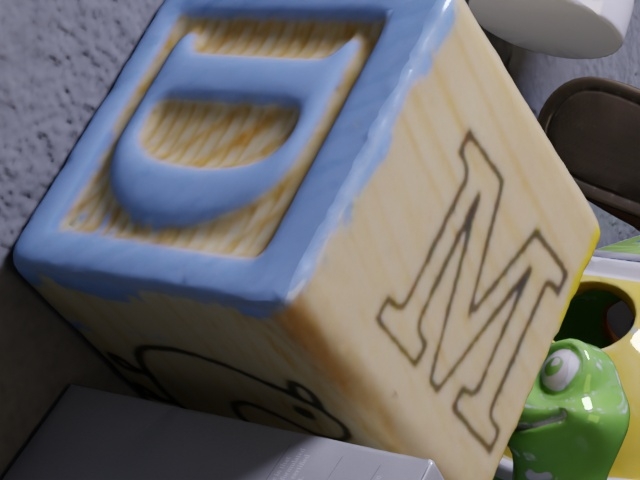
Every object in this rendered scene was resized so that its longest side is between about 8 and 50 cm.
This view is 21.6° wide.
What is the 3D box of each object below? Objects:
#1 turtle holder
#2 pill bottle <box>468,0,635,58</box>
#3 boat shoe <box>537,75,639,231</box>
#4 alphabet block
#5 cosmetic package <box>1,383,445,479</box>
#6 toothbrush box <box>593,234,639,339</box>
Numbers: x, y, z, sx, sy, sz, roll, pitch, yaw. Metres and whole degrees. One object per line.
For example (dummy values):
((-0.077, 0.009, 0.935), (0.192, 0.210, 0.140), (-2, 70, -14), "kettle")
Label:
((0.156, 0.122, 1.030), (0.320, 0.243, 0.228), (9, 90, -43), "turtle holder")
((0.176, -0.248, 1.073), (0.136, 0.136, 0.246), (32, 71, -49), "pill bottle")
((0.290, -0.023, 1.133), (0.111, 0.307, 0.104), (-58, 172, 7), "boat shoe")
((0.000, 0.000, 0.855), (0.197, 0.192, 0.193), (50, 60, -41), "alphabet block")
((-0.038, 0.157, 0.796), (0.107, 0.238, 0.127), (-58, 132, -31), "cosmetic package")
((0.301, 0.098, 1.296), (0.283, 0.122, 0.206), (-16, 109, -50), "toothbrush box")
